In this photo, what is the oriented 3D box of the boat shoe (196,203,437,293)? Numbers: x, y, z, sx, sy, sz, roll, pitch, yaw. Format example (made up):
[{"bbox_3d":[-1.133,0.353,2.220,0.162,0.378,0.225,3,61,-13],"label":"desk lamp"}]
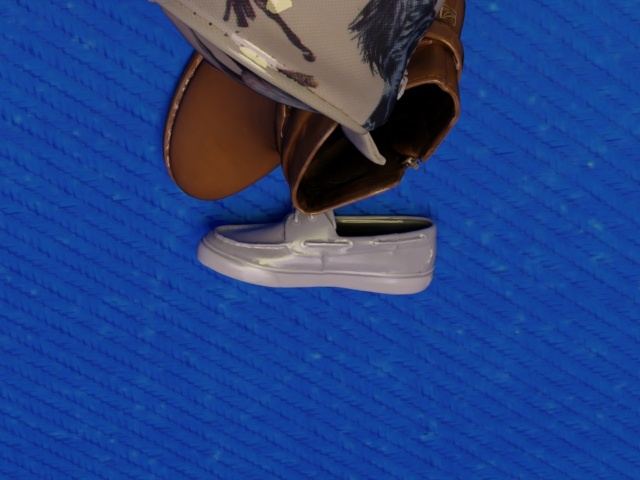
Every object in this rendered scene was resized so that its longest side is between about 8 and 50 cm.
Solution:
[{"bbox_3d":[0.000,0.000,1.453,0.184,0.066,0.063,7,113,-6],"label":"boat shoe"}]

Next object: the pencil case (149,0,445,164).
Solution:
[{"bbox_3d":[0.075,-0.253,1.097,0.410,0.160,0.183,-53,135,-1],"label":"pencil case"}]

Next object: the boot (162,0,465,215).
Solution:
[{"bbox_3d":[-0.007,-0.076,1.290,0.283,0.220,0.109,-37,121,23],"label":"boot"}]
